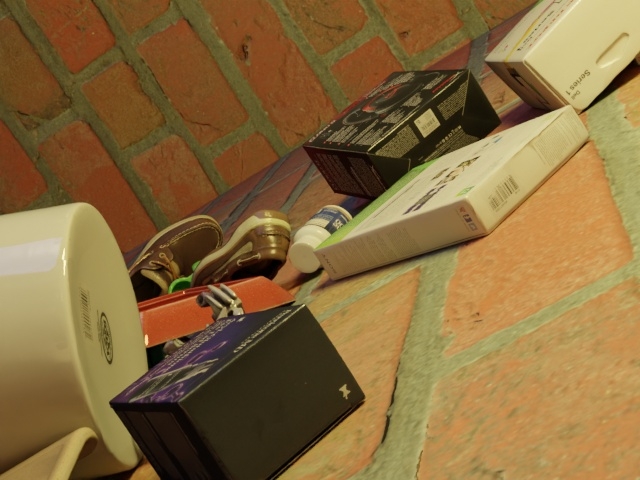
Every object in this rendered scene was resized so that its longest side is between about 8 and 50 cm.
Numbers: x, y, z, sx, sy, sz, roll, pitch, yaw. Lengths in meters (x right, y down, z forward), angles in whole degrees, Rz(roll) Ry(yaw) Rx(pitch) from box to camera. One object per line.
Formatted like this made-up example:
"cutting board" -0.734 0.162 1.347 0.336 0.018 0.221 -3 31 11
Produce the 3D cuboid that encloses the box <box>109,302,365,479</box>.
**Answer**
"box" -0.082 0.149 1.103 0.153 0.108 0.207 -37 10 -27

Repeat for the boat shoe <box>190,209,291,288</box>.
"boat shoe" -0.125 0.058 1.762 0.095 0.095 0.257 7 -35 -26

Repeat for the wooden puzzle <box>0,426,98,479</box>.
"wooden puzzle" -0.359 0.342 1.071 0.322 0.080 0.348 -31 14 18

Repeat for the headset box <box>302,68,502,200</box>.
"headset box" 0.119 -0.172 1.913 0.218 0.110 0.293 -40 20 -14

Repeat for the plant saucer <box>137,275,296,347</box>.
"plant saucer" -0.209 0.103 1.637 0.258 0.048 0.259 -16 4 -39

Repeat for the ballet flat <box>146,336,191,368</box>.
"ballet flat" -0.217 0.164 1.667 0.070 0.070 0.188 -37 12 -22

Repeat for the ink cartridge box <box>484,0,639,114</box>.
"ink cartridge box" 0.374 -0.300 1.749 0.201 0.117 0.278 -47 9 4

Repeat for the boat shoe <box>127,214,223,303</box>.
"boat shoe" -0.313 0.080 2.256 0.342 0.123 0.123 -36 23 -17

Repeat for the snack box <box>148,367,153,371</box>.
"snack box" -0.257 0.212 1.577 0.100 0.037 0.141 -36 10 -26

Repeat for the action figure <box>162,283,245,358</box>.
"action figure" -0.137 0.138 1.338 0.185 0.099 0.285 -50 1 3

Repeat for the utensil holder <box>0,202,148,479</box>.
"utensil holder" -0.416 0.141 1.321 0.385 0.328 0.327 -11 11 3

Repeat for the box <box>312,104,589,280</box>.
"box" 0.161 -0.056 1.517 0.232 0.058 0.322 -39 12 -34

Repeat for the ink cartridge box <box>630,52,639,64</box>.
"ink cartridge box" 0.468 -0.279 1.713 0.048 0.028 0.083 -34 10 4

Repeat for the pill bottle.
"pill bottle" 0.000 0.000 1.723 0.067 0.067 0.120 -27 11 32

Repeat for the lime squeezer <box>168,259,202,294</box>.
"lime squeezer" -0.243 0.090 2.113 0.110 0.059 0.310 -26 12 36
